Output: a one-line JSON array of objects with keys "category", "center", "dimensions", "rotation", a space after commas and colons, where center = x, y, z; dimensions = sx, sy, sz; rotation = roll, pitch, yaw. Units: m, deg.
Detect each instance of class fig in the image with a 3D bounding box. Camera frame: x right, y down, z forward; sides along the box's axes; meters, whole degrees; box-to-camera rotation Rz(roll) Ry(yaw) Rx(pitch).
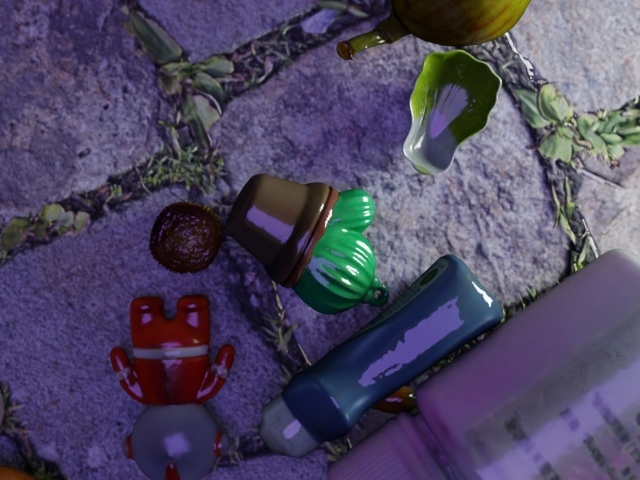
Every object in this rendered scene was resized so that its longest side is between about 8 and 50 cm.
[{"category": "fig", "center": [0.133, -0.253, 1.025], "dimensions": [0.142, 0.148, 0.186], "rotation": [32, 138, -14]}]

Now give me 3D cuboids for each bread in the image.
[{"category": "bread", "center": [-0.151, -0.003, 1.103], "dimensions": [0.085, 0.053, 0.085], "rotation": [0, 97, 4]}]

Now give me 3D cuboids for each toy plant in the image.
[{"category": "toy plant", "center": [0.000, 0.000, 1.077], "dimensions": [0.200, 0.105, 0.143], "rotation": [29, 79, -19]}]

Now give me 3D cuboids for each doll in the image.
[{"category": "doll", "center": [-0.164, 0.184, 1.119], "dimensions": [0.142, 0.076, 0.245], "rotation": [-4, 93, 5]}]

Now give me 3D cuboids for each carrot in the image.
[{"category": "carrot", "center": [0.049, 0.177, 1.126], "dimensions": [0.142, 0.035, 0.035], "rotation": [4, 97, 10]}]

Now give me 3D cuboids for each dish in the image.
[{"category": "dish", "center": [0.134, -0.138, 1.077], "dimensions": [0.091, 0.039, 0.137], "rotation": [23, 99, -5]}]

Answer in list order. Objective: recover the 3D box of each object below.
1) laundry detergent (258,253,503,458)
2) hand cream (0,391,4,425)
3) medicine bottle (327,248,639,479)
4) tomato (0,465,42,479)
[{"category": "laundry detergent", "center": [0.056, 0.136, 1.052], "dimensions": [0.290, 0.143, 0.094], "rotation": [-39, 93, 2]}, {"category": "hand cream", "center": [-0.493, 0.219, 1.149], "dimensions": [0.248, 0.083, 0.133], "rotation": [-14, 95, 16]}, {"category": "medicine bottle", "center": [0.216, 0.200, 1.010], "dimensions": [0.388, 0.219, 0.219], "rotation": [-36, 94, 1]}, {"category": "tomato", "center": [-0.354, 0.349, 1.119], "dimensions": [0.155, 0.181, 0.214], "rotation": [-20, 104, -12]}]
